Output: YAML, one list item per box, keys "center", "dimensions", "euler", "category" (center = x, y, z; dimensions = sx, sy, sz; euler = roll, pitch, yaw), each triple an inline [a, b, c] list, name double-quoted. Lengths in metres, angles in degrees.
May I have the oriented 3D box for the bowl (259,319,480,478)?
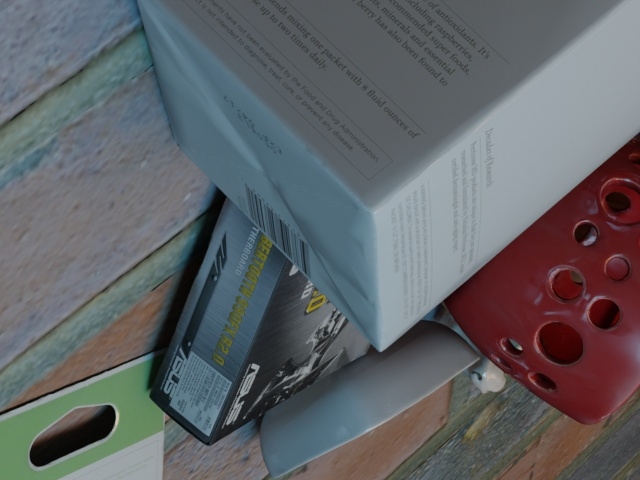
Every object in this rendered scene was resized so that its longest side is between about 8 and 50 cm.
- center: [0.026, 0.107, 1.347]
  dimensions: [0.142, 0.053, 0.142]
  euler: [-30, 178, -41]
  category: "bowl"

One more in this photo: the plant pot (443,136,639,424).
- center: [0.162, 0.005, 1.295]
  dimensions: [0.191, 0.174, 0.191]
  euler: [-59, 180, -1]
  category: "plant pot"

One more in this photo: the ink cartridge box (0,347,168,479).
- center: [-0.170, 0.191, 1.174]
  dimensions: [0.171, 0.056, 0.235]
  euler: [-21, 119, -49]
  category: "ink cartridge box"

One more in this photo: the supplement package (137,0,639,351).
- center: [0.079, -0.121, 0.969]
  dimensions: [0.293, 0.177, 0.175]
  euler: [-39, 158, -14]
  category: "supplement package"

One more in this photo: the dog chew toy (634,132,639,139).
- center: [0.351, -0.161, 1.416]
  dimensions: [0.332, 0.206, 0.206]
  euler: [-55, 157, -8]
  category: "dog chew toy"

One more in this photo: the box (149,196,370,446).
- center: [0.000, 0.000, 1.175]
  dimensions: [0.183, 0.056, 0.231]
  euler: [-25, 145, -51]
  category: "box"

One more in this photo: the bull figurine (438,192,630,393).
- center: [0.230, 0.029, 1.524]
  dimensions: [0.310, 0.188, 0.101]
  euler: [-35, 119, -48]
  category: "bull figurine"
